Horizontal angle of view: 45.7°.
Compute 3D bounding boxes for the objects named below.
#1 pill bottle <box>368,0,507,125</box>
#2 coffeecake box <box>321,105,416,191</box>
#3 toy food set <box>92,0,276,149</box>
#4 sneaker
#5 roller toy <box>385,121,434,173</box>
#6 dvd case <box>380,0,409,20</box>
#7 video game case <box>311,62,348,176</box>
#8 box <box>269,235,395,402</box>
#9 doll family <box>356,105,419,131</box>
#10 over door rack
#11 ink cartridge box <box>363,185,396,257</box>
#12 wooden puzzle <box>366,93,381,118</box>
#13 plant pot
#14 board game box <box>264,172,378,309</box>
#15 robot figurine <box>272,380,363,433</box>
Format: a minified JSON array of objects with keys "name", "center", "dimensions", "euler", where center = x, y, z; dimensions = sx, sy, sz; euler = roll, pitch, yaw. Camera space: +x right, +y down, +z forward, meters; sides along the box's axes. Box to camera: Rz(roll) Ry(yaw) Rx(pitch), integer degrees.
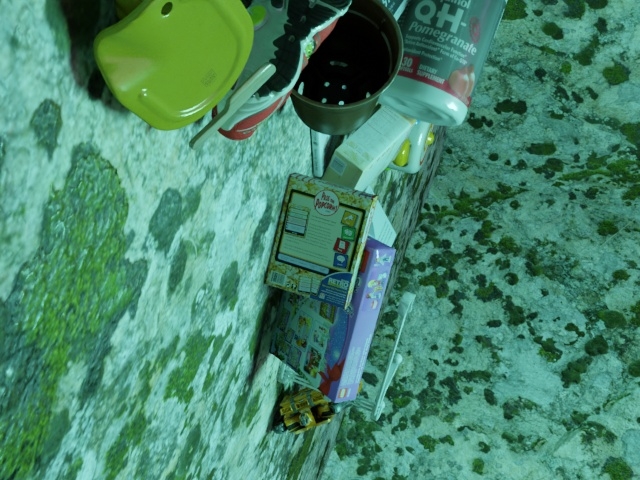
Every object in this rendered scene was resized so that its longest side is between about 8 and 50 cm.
[{"name":"pill bottle","center":[0.209,-0.369,1.277],"dimensions":[0.176,0.176,0.318],"euler":[22,87,-79]},{"name":"coffeecake box","center":[0.088,-0.162,1.432],"dimensions":[0.185,0.068,0.142],"euler":[-45,170,-32]},{"name":"toy food set","center":[-0.126,-0.165,0.646],"dimensions":[0.128,0.071,0.218],"euler":[-49,165,-1]},{"name":"sneaker","center":[-0.055,-0.223,0.869],"dimensions":[0.279,0.107,0.118],"euler":[-61,-178,-37]},{"name":"roller toy","center":[0.207,-0.267,1.863],"dimensions":[0.209,0.146,0.191],"euler":[20,86,-78]},{"name":"dvd case","center":[0.067,-0.401,1.094],"dimensions":[0.179,0.030,0.238],"euler":[-60,146,-31]},{"name":"video game case","center":[0.019,-0.216,1.362],"dimensions":[0.143,0.019,0.157],"euler":[87,23,-59]},{"name":"box","center":[0.014,0.116,1.375],"dimensions":[0.057,0.201,0.293],"euler":[-1,112,-42]},{"name":"doll family","center":[0.133,-0.304,1.617],"dimensions":[0.263,0.118,0.163],"euler":[-39,155,-38]},{"name":"over door rack","center":[0.053,0.194,1.557],"dimensions":[0.108,0.240,0.324],"euler":[-52,157,-56]},{"name":"ink cartridge box","center":[0.117,0.014,1.807],"dimensions":[0.224,0.045,0.223],"euler":[59,35,-25]},{"name":"wooden puzzle","center":[0.119,-0.439,1.368],"dimensions":[0.322,0.081,0.347],"euler":[80,34,-62]},{"name":"plant pot","center":[0.021,-0.227,1.027],"dimensions":[0.165,0.167,0.167],"euler":[86,23,-79]},{"name":"board game box","center":[0.000,0.000,1.259],"dimensions":[0.045,0.147,0.193],"euler":[-35,141,-72]},{"name":"robot figurine","center":[-0.004,0.368,1.762],"dimensions":[0.085,0.211,0.291],"euler":[67,15,4]}]
